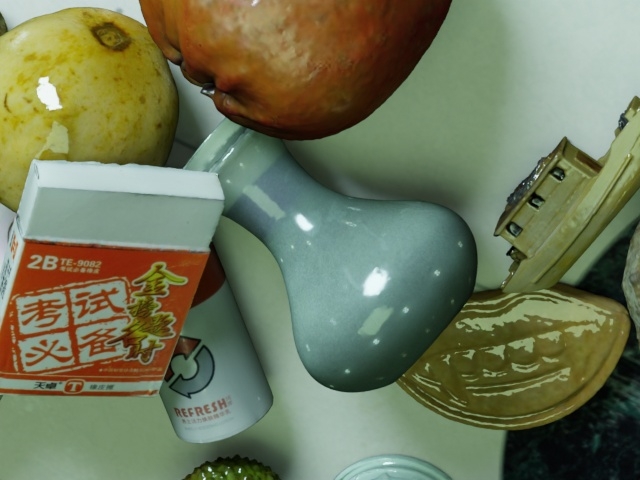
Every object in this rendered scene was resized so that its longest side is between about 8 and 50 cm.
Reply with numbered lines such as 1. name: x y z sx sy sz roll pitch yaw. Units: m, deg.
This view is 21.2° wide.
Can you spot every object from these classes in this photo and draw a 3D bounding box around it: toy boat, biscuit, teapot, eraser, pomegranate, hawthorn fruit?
1. toy boat: 0.209 -0.040 1.428 0.077 0.057 0.200 37 117 -2
2. biscuit: 0.171 0.105 1.521 0.220 0.029 0.142 -12 114 15
3. teapot: 0.000 0.000 1.428 0.251 0.183 0.183 41 116 0
4. eraser: -0.181 0.037 1.388 0.157 0.038 0.230 4 130 -24
5. pomegranate: -0.211 -0.095 1.408 0.196 0.196 0.196 4 117 8
6. hawthorn fruit: 0.000 -0.201 1.310 0.261 0.224 0.224 -40 105 1

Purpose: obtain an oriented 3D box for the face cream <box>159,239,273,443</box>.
1. face cream: -0.121 0.066 1.516 0.096 0.096 0.214 -13 113 16

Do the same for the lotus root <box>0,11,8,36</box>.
1. lotus root: -0.332 -0.133 1.460 0.113 0.088 0.192 19 118 -7

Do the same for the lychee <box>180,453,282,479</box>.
1. lychee: -0.079 0.283 1.589 0.171 0.171 0.171 4 117 8

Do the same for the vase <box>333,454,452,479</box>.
1. vase: 0.048 0.330 1.503 0.143 0.299 0.143 4 117 9

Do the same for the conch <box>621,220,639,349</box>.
1. conch: 0.387 -0.021 1.331 0.297 0.210 0.352 -8 118 -2

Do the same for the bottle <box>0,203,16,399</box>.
1. bottle: -0.306 0.083 1.534 0.147 0.147 0.236 41 121 -11
